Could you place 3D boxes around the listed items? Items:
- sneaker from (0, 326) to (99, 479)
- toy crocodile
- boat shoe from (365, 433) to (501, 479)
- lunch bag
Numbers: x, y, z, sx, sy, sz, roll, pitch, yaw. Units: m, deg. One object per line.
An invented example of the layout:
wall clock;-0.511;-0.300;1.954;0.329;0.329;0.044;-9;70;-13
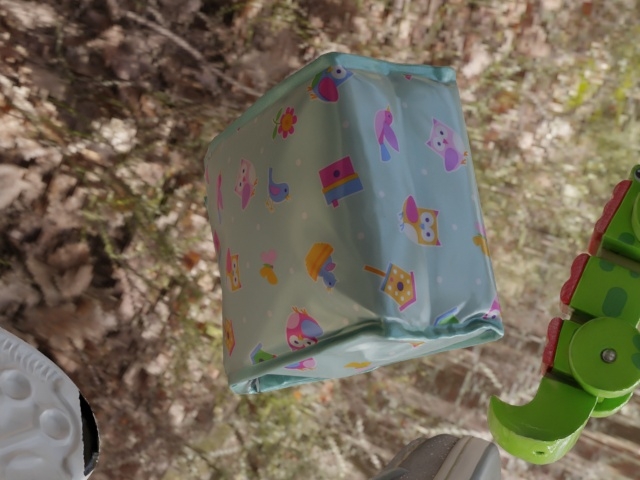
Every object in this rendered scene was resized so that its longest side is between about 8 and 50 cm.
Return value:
sneaker;-0.324;0.138;0.667;0.322;0.130;0.236;16;135;-33
toy crocodile;0.256;0.042;0.989;0.341;0.105;0.115;-62;165;-13
boat shoe;-0.034;0.196;0.491;0.320;0.103;0.118;-47;149;-22
lunch bag;0.000;0.000;0.908;0.160;0.262;0.223;0;75;-37
